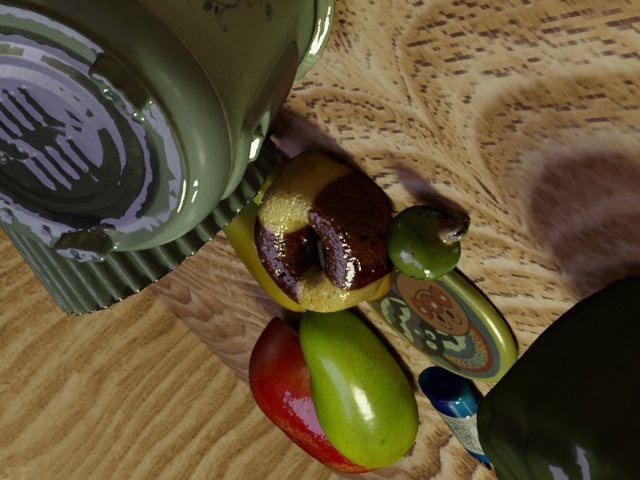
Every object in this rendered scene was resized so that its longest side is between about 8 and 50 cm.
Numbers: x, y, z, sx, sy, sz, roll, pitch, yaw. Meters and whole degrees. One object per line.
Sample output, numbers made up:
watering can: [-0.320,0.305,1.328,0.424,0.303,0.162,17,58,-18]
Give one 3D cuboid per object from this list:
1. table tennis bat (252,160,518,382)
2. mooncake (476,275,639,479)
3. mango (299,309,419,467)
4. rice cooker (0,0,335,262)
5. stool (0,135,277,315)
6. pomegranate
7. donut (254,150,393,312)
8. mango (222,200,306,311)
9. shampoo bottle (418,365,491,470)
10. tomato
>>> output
table tennis bat: [0.066,0.033,1.372,0.369,0.054,0.224,39,159,10]
mooncake: [0.291,0.200,0.943,0.356,0.194,0.356,40,165,13]
mango: [0.054,0.210,1.788,0.175,0.143,0.293,37,156,49]
rice cooker: [-0.139,-0.155,0.894,0.264,0.316,0.316,23,165,3]
stool: [-0.257,-0.138,1.299,0.330,0.297,0.297,53,164,-22]
pomegranate: [0.099,-0.004,1.151,0.073,0.073,0.084,39,129,17]
donut: [0.000,0.000,1.295,0.166,0.073,0.184,40,142,17]
mango: [-0.063,0.002,1.565,0.194,0.092,0.130,51,167,-14]
shampoo bottle: [0.197,0.239,1.634,0.087,0.050,0.183,24,156,48]
tomato: [-0.001,0.284,2.092,0.338,0.143,0.338,40,173,6]
